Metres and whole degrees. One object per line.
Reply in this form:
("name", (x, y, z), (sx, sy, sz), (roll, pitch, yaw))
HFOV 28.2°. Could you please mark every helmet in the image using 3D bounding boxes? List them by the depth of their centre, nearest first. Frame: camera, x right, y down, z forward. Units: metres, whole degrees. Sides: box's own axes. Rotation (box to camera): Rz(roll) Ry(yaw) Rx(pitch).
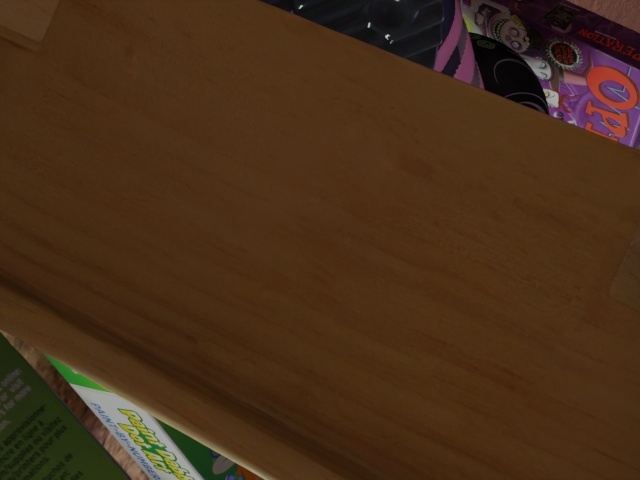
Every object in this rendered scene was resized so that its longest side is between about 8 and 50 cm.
("helmet", (0.113, -0.089, 1.067), (0.161, 0.169, 0.169), (3, 113, -55))

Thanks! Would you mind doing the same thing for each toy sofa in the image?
("toy sofa", (-0.003, 0.000, 0.467), (0.150, 0.362, 0.177), (-67, 159, 5))

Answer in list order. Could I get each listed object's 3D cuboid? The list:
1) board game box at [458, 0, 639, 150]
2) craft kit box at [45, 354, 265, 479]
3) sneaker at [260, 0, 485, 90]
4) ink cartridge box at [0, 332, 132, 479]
("board game box", (0.211, -0.103, 1.274), (0.056, 0.208, 0.347), (-56, 161, -30))
("craft kit box", (-0.041, 0.025, 0.764), (0.250, 0.061, 0.246), (-62, 142, -29))
("sneaker", (0.035, -0.104, 0.734), (0.131, 0.112, 0.319), (-79, 157, -56))
("ink cartridge box", (-0.223, 0.164, 0.530), (0.255, 0.097, 0.189), (-33, -171, 41))
